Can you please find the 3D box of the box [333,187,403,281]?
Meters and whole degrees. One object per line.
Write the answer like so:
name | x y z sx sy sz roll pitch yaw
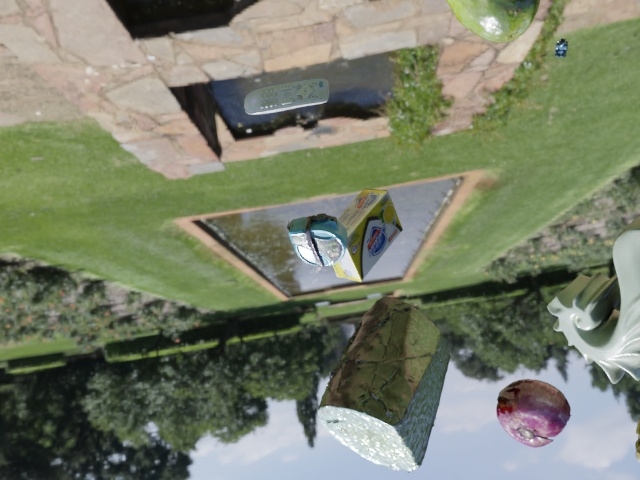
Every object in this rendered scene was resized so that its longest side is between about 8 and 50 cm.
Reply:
box | 0.132 -0.021 2.044 0.097 0.168 0.265 7 -138 42

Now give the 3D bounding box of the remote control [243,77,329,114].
remote control | -0.088 -0.365 1.704 0.229 0.073 0.044 -7 158 11

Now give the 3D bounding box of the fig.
fig | 0.410 -0.619 1.685 0.274 0.206 0.206 12 165 -15

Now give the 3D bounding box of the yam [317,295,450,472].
yam | 0.120 0.247 1.189 0.201 0.271 0.203 6 135 33

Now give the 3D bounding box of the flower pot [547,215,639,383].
flower pot | 0.684 0.136 1.432 0.164 0.254 0.368 -29 158 -37

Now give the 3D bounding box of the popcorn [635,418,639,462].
popcorn | 0.847 0.441 1.531 0.251 0.206 0.237 -31 175 16

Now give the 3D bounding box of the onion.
onion | 0.604 0.490 1.911 0.200 0.201 0.207 -7 172 -10

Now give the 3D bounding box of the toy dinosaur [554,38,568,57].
toy dinosaur | 0.631 -0.506 1.725 0.030 0.047 0.083 9 -157 21

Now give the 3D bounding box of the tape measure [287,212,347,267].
tape measure | 0.000 0.000 1.565 0.125 0.081 0.146 -9 129 15
